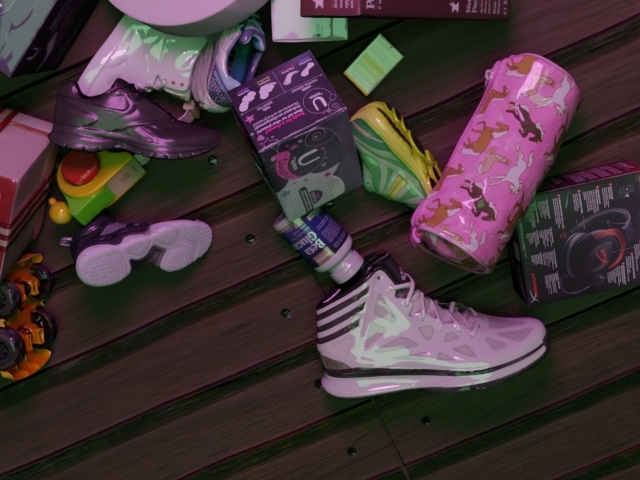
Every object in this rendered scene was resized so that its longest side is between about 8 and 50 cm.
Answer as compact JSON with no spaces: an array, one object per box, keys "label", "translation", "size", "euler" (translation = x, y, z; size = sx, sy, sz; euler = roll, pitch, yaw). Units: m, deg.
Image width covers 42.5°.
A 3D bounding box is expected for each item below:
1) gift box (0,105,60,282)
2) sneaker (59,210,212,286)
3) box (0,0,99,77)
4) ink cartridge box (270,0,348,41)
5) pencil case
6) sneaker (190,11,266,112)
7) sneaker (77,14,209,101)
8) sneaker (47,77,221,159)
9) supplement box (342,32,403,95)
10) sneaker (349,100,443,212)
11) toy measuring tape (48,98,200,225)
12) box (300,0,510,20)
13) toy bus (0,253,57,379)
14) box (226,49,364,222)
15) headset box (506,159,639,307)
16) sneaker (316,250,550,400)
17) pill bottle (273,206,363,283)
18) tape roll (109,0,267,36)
[{"label":"gift box","translation":[-0.611,-0.088,1.418],"size":[0.255,0.258,0.276],"euler":[23,119,-10]},{"label":"sneaker","translation":[-0.344,-0.008,1.526],"size":[0.268,0.153,0.101],"euler":[-16,127,-34]},{"label":"box","translation":[-0.483,-0.376,1.336],"size":[0.143,0.270,0.165],"euler":[33,100,-11]},{"label":"ink cartridge box","translation":[-0.021,-0.404,1.398],"size":[0.127,0.176,0.128],"euler":[-2,104,-2]},{"label":"pencil case","translation":[0.303,-0.130,1.436],"size":[0.160,0.167,0.386],"euler":[38,77,-48]},{"label":"sneaker","translation":[-0.134,-0.359,1.400],"size":[0.110,0.122,0.283],"euler":[6,88,-41]},{"label":"sneaker","translation":[-0.315,-0.278,1.454],"size":[0.169,0.108,0.293],"euler":[37,99,-8]},{"label":"sneaker","translation":[-0.308,-0.204,1.390],"size":[0.286,0.109,0.130],"euler":[5,97,-16]},{"label":"supplement box","translation":[0.095,-0.320,1.497],"size":[0.062,0.036,0.098],"euler":[43,99,-12]},{"label":"sneaker","translation":[0.146,-0.122,1.531],"size":[0.123,0.109,0.296],"euler":[-23,112,33]},{"label":"toy measuring tape","translation":[-0.370,-0.158,1.496],"size":[0.330,0.121,0.121],"euler":[-45,103,-8]},{"label":"box","translation":[0.147,-0.449,1.309],"size":[0.381,0.143,0.191],"euler":[-13,110,-40]},{"label":"toy bus","translation":[-0.621,0.134,1.541],"size":[0.211,0.149,0.221],"euler":[4,103,13]},{"label":"box","translation":[-0.037,-0.166,1.399],"size":[0.163,0.247,0.142],"euler":[-28,62,-4]},{"label":"headset box","translation":[0.505,-0.018,1.555],"size":[0.293,0.110,0.218],"euler":[-13,105,1]},{"label":"sneaker","translation":[0.204,0.142,1.553],"size":[0.447,0.169,0.258],"euler":[-9,107,2]},{"label":"pill bottle","translation":[0.000,0.000,1.545],"size":[0.094,0.094,0.169],"euler":[-43,102,8]},{"label":"tape roll","translation":[-0.203,-0.525,1.320],"size":[0.391,0.072,0.392],"euler":[-2,85,22]}]
